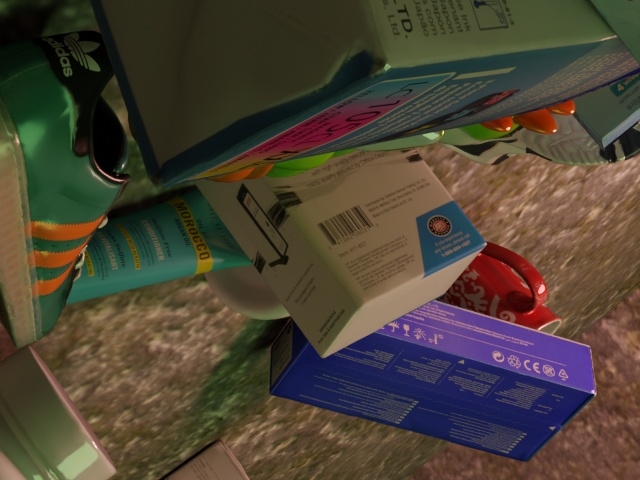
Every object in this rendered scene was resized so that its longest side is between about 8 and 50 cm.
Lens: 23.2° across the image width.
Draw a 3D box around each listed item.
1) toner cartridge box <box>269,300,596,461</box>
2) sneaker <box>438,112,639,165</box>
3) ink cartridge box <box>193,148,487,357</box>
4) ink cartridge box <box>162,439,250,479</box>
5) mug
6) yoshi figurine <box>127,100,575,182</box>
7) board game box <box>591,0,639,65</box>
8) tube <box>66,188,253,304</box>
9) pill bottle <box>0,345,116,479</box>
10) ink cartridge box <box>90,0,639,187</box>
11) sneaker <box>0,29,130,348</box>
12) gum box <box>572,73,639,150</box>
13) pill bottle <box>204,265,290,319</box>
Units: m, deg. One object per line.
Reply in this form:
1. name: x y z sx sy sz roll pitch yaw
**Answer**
1. toner cartridge box: 0.130 0.152 1.822 0.347 0.075 0.165 17 138 -19
2. sneaker: 0.190 -0.116 1.442 0.234 0.094 0.153 0 -177 12
3. ink cartridge box: 0.009 -0.030 1.252 0.148 0.203 0.086 -24 160 -36
4. ink cartridge box: -0.189 0.376 2.073 0.218 0.092 0.158 -36 163 -11
5. mug: 0.214 0.059 1.933 0.150 0.169 0.113 -47 160 26
6. yoshi figurine: 0.027 -0.146 1.095 0.362 0.203 0.203 -7 173 -45
7. board game box: 0.198 -0.219 0.778 0.066 0.318 0.319 -17 -141 40
8. tube: -0.146 0.007 1.265 0.207 0.080 0.052 -17 171 -41
9. pill bottle: -0.324 0.222 1.303 0.283 0.160 0.160 -35 162 -9
10. ink cartridge box: 0.056 -0.195 0.776 0.151 0.270 0.395 -21 176 41
11. sneaker: -0.181 -0.027 1.042 0.121 0.108 0.302 -26 158 -20
12. gum box: 0.240 -0.196 1.313 0.157 0.184 0.041 -39 163 3
13. pill bottle: 0.000 0.000 1.427 0.131 0.131 0.229 -45 161 22
